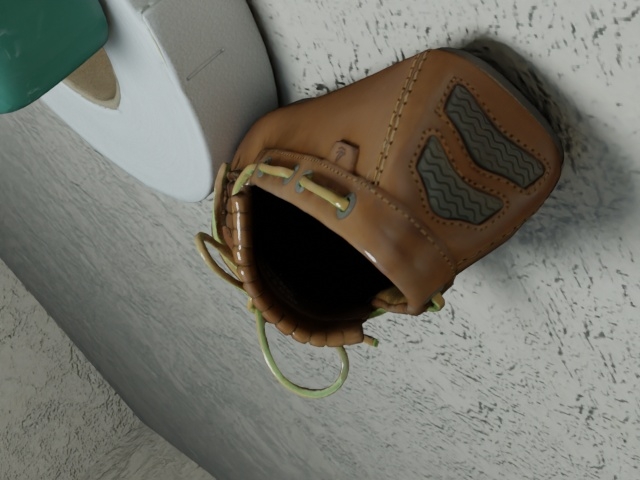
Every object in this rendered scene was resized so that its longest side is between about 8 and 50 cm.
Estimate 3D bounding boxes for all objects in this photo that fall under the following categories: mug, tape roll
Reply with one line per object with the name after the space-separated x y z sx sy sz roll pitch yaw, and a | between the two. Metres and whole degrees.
-0.217 -0.147 0.753 0.158 0.097 0.129 35 160 32 | mug
-0.187 -0.193 0.870 0.392 0.072 0.392 41 162 17 | tape roll

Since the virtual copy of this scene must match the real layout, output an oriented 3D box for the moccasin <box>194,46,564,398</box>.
0.002 0.002 0.723 0.139 0.147 0.380 44 164 -15 | moccasin
